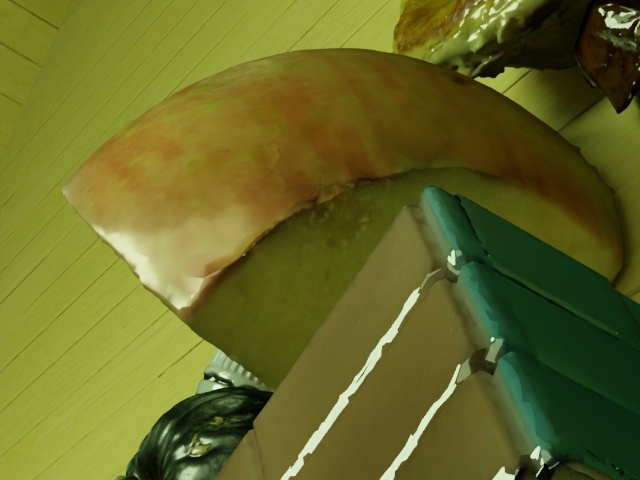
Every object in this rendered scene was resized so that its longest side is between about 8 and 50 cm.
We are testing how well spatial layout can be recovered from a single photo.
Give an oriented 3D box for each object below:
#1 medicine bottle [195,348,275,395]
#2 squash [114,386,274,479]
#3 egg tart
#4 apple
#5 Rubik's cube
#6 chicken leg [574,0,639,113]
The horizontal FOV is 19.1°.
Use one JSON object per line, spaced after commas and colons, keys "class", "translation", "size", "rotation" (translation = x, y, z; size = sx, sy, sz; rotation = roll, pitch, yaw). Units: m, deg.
{"class": "medicine bottle", "translation": [-0.076, 0.157, 1.412], "size": [0.203, 0.083, 0.083], "rotation": [-62, 18, -14]}
{"class": "squash", "translation": [-0.061, 0.189, 1.204], "size": [0.193, 0.156, 0.193], "rotation": [174, 90, -73]}
{"class": "egg tart", "translation": [0.164, -0.208, 1.287], "size": [0.295, 0.116, 0.295], "rotation": [-51, 16, 20]}
{"class": "apple", "translation": [0.000, 0.000, 1.173], "size": [0.309, 0.314, 0.252], "rotation": [-132, 37, -57]}
{"class": "Rubik's cube", "translation": [0.088, 0.153, 0.731], "size": [0.221, 0.231, 0.225], "rotation": [-55, 20, 16]}
{"class": "chicken leg", "translation": [0.221, -0.132, 1.070], "size": [0.304, 0.093, 0.113], "rotation": [155, 131, -68]}
